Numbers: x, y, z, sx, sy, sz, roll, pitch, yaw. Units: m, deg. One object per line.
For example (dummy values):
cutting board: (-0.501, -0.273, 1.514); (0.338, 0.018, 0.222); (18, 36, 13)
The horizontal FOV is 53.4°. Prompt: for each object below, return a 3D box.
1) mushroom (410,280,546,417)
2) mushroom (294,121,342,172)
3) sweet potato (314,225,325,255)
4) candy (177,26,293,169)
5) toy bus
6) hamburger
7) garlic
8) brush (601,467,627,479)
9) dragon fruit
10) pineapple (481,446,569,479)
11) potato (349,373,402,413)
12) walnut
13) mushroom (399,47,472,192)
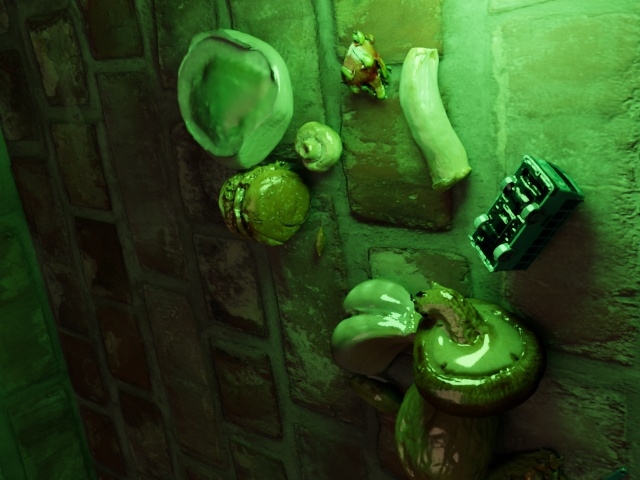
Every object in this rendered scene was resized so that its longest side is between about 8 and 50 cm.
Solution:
mushroom: (0.361, 0.263, 1.549); (0.345, 0.345, 0.259); (17, 138, 35)
mushroom: (-0.008, -0.260, 1.767); (0.148, 0.112, 0.148); (22, 121, 43)
sweet potato: (0.000, 0.000, 1.929); (0.034, 0.034, 0.095); (19, 109, 34)
candy: (-0.256, -0.423, 1.856); (0.427, 0.186, 0.386); (40, 121, 24)
toy bus: (0.462, -0.056, 1.429); (0.256, 0.147, 0.128); (-63, 37, 37)
hamburger: (-0.167, -0.118, 1.893); (0.211, 0.245, 0.260); (18, 84, 43)
garlic: (0.151, 0.258, 1.844); (0.246, 0.231, 0.340); (6, 142, -7)
brush: (0.710, 0.614, 1.601); (0.051, 0.014, 0.164); (45, 130, 14)
dragon fruit: (0.113, -0.434, 1.598); (0.175, 0.138, 0.142); (37, 176, -14)
pineapple: (0.509, 0.739, 1.692); (0.344, 0.209, 0.286); (-28, 89, 42)
potato: (0.165, 0.463, 1.952); (0.188, 0.085, 0.105); (23, 160, 37)
walnut: (0.329, 0.512, 1.686); (0.277, 0.252, 0.313); (13, 86, 49)
mushroom: (0.270, -0.290, 1.537); (0.123, 0.095, 0.351); (-14, 100, 23)
